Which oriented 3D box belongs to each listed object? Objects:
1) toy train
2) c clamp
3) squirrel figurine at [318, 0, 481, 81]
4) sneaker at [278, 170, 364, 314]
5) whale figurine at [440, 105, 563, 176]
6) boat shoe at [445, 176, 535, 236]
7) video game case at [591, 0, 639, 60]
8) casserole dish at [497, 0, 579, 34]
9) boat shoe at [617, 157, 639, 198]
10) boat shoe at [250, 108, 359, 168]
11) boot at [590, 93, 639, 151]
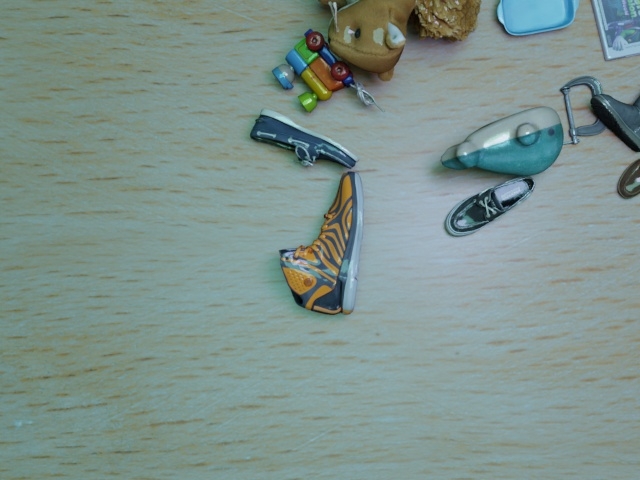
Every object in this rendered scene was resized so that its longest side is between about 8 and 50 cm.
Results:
[{"bbox_3d":[0.013,-0.341,1.682,0.143,0.105,0.248,-40,87,9],"label":"toy train"},{"bbox_3d":[0.592,-0.299,1.703,0.137,0.022,0.161,-3,86,1],"label":"c clamp"},{"bbox_3d":[0.174,-0.540,1.589,0.396,0.281,0.371,2,74,-9],"label":"squirrel figurine"},{"bbox_3d":[0.000,0.000,1.635,0.179,0.124,0.322,6,85,0],"label":"sneaker"},{"bbox_3d":[0.401,-0.192,1.606,0.271,0.216,0.141,-21,94,-20],"label":"whale figurine"},{"bbox_3d":[0.380,-0.083,1.663,0.219,0.070,0.078,-31,85,-2],"label":"boat shoe"},{"bbox_3d":[0.727,-0.526,1.720,0.173,0.022,0.191,-11,85,0],"label":"video game case"},{"bbox_3d":[0.498,-0.536,1.710,0.188,0.037,0.114,-10,97,1],"label":"casserole dish"},{"bbox_3d":[0.746,-0.166,1.670,0.178,0.060,0.064,-41,86,-2],"label":"boat shoe"},{"bbox_3d":[-0.038,-0.213,1.669,0.254,0.095,0.079,26,84,4],"label":"boat shoe"},{"bbox_3d":[0.732,-0.329,1.669,0.189,0.076,0.208,40,94,-20],"label":"boot"}]
